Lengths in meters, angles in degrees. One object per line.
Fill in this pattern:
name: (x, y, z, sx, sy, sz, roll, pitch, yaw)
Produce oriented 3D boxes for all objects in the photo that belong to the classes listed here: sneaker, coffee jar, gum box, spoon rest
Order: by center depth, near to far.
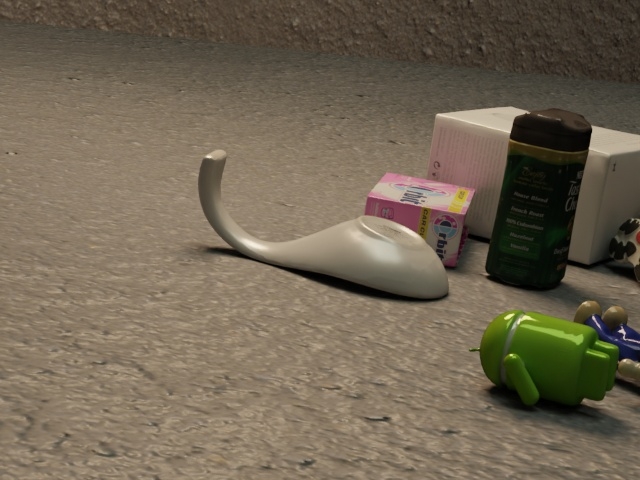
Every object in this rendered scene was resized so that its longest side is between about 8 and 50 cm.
spoon rest: (0.000, 0.000, 1.716, 0.276, 0.084, 0.137, 25, 16, 10)
coffee jar: (0.232, -0.048, 1.801, 0.079, 0.184, 0.096, 14, 13, 24)
sneaker: (0.386, 0.022, 1.897, 0.071, 0.068, 0.170, 24, 12, -20)
gum box: (0.111, -0.026, 1.906, 0.107, 0.062, 0.188, 11, 12, 7)

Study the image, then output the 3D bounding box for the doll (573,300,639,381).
doll: (0.296, 0.109, 1.452, 0.129, 0.046, 0.189, 11, 14, -41)

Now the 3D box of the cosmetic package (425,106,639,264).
cosmetic package: (0.274, -0.070, 2.055, 0.224, 0.138, 0.224, 14, 13, 28)

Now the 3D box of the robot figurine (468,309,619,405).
robot figurine: (0.181, 0.094, 1.383, 0.115, 0.067, 0.101, 14, 21, 22)
